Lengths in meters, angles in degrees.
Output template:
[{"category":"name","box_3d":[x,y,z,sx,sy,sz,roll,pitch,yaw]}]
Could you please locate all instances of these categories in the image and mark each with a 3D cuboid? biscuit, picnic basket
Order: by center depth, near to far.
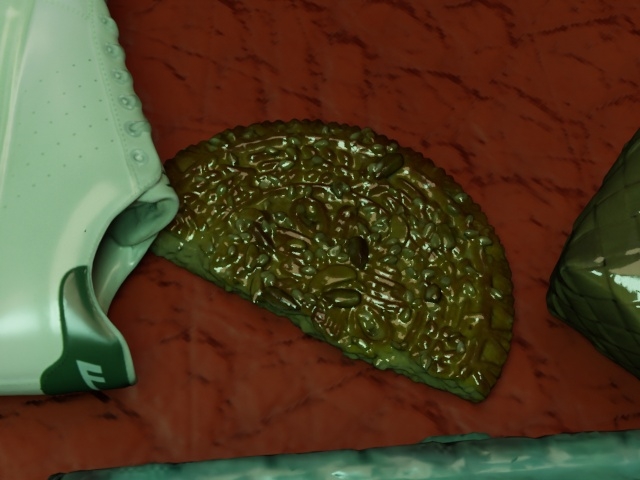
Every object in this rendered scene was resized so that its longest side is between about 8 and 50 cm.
[{"category":"picnic basket","box_3d":[0.205,-0.008,0.897,0.137,0.128,0.178,38,80,12]},{"category":"biscuit","box_3d":[0.011,-0.005,0.936,0.206,0.025,0.126,25,60,9]}]

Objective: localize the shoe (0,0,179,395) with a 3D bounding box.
[{"category":"shoe","box_3d":[-0.116,-0.042,0.904,0.110,0.095,0.265,8,68,7]}]

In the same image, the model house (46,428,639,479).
[{"category":"model house","box_3d":[0.004,0.171,0.756,0.280,0.230,0.249,-1,18,-10]}]
